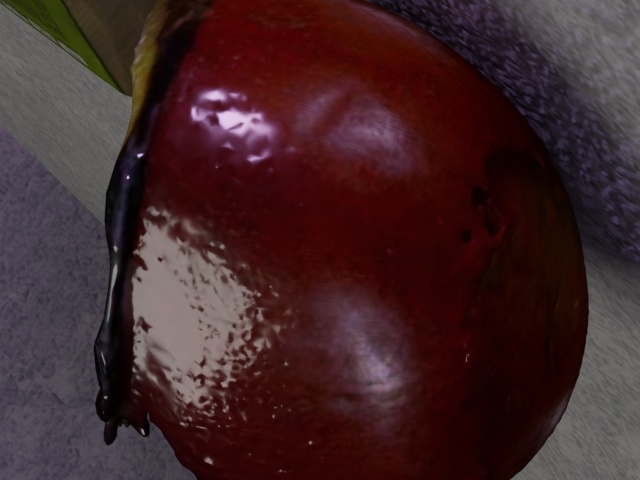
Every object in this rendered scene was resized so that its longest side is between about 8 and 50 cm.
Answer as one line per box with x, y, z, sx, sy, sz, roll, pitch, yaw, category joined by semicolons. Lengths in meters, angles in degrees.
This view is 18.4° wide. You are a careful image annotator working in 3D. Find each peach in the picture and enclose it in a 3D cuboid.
0.000;0.000;1.387;0.416;0.353;0.339;43;-146;-27;peach

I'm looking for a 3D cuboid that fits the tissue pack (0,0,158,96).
-0.212;-0.272;1.528;0.274;0.167;0.200;36;168;31;tissue pack
